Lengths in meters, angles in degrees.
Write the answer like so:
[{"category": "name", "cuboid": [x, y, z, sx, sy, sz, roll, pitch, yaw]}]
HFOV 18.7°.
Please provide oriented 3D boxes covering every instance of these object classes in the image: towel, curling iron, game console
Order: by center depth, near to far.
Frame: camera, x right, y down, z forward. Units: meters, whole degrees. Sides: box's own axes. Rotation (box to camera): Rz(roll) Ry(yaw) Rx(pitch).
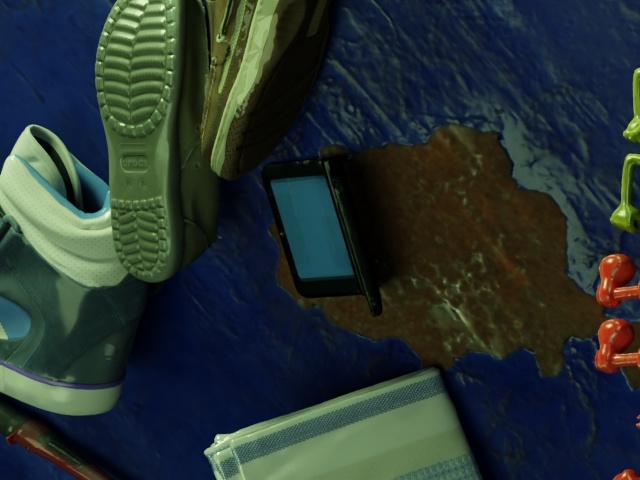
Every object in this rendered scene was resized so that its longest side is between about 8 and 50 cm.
[{"category": "game console", "cuboid": [0.000, 0.000, 1.581, 0.071, 0.107, 0.122, -16, 107, 3]}, {"category": "towel", "cuboid": [0.047, 0.264, 1.619, 0.209, 0.034, 0.285, -20, 93, -2]}, {"category": "curling iron", "cuboid": [-0.280, 0.193, 1.841, 0.274, 0.035, 0.068, 35, 124, 9]}]

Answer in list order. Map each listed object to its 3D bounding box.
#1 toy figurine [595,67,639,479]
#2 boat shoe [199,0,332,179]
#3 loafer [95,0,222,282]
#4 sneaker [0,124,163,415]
[{"category": "toy figurine", "cuboid": [0.338, 0.054, 1.395, 0.191, 0.217, 0.362, -12, 64, 46]}, {"category": "boat shoe", "cuboid": [-0.048, -0.173, 1.517, 0.095, 0.095, 0.257, 35, 118, 22]}, {"category": "loafer", "cuboid": [-0.124, -0.094, 1.597, 0.094, 0.087, 0.251, 11, 104, 38]}, {"category": "sneaker", "cuboid": [-0.289, -0.003, 1.710, 0.323, 0.130, 0.236, 20, 111, 24]}]
